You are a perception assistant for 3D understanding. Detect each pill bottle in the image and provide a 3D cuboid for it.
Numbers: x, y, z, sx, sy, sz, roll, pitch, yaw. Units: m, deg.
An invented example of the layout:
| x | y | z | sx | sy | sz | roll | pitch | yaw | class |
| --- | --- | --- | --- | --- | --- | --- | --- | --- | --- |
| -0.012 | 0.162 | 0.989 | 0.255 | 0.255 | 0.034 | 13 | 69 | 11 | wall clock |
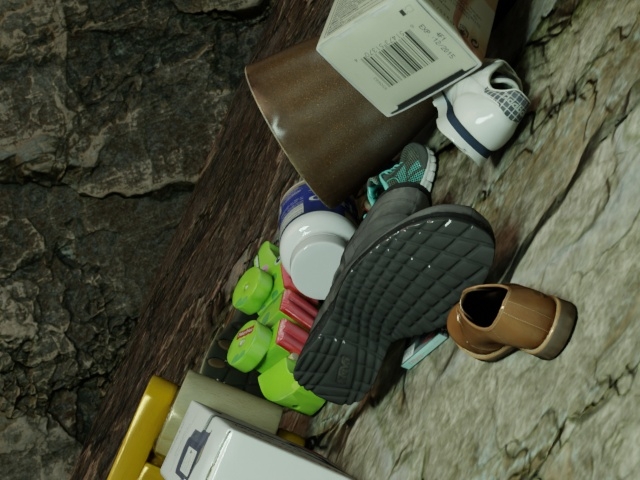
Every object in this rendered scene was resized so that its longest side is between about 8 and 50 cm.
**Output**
| x | y | z | sx | sy | sz | roll | pitch | yaw | class |
| --- | --- | --- | --- | --- | --- | --- | --- | --- | --- |
| 0.000 | 0.000 | 1.886 | 0.112 | 0.112 | 0.186 | -60 | 15 | 21 | pill bottle |

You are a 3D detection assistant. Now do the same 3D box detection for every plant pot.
| x | y | z | sx | sy | sz | roll | pitch | yaw | class |
| --- | --- | --- | --- | --- | --- | --- | --- | --- | --- |
| 0.058 | -0.189 | 1.802 | 0.230 | 0.215 | 0.215 | -31 | 21 | 9 | plant pot |

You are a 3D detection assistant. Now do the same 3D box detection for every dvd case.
| x | y | z | sx | sy | sz | roll | pitch | yaw | class |
| --- | --- | --- | --- | --- | --- | --- | --- | --- | --- |
| 0.121 | 0.071 | 1.516 | 0.087 | 0.013 | 0.119 | -48 | 20 | 51 | dvd case |

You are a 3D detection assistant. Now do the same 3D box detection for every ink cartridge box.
| x | y | z | sx | sy | sz | roll | pitch | yaw | class |
| --- | --- | --- | --- | --- | --- | --- | --- | --- | --- |
| -0.065 | 0.263 | 1.536 | 0.100 | 0.172 | 0.237 | -66 | 14 | -5 | ink cartridge box |

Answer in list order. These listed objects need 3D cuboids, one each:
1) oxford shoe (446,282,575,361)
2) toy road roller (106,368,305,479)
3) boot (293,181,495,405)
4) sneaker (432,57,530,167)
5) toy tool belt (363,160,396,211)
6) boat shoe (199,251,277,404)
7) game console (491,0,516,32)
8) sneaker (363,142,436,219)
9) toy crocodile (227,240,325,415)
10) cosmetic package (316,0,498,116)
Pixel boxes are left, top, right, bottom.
| x | y | z | sx | sy | sz | roll | pitch | yaw | class |
| --- | --- | --- | --- | --- | --- | --- | --- | --- | --- |
| 0.152 | 0.064 | 1.279 | 0.076 | 0.076 | 0.212 | -69 | 12 | -11 | oxford shoe |
| -0.169 | 0.332 | 1.778 | 0.240 | 0.202 | 0.329 | 171 | 122 | -87 | toy road roller |
| 0.082 | 0.009 | 1.517 | 0.338 | 0.118 | 0.222 | -45 | 18 | 45 | boot |
| 0.181 | -0.166 | 1.591 | 0.095 | 0.090 | 0.235 | -47 | 23 | 18 | sneaker |
| 0.078 | -0.083 | 1.869 | 0.051 | 0.052 | 0.083 | 119 | 168 | -52 | toy tool belt |
| -0.098 | 0.160 | 2.001 | 0.120 | 0.123 | 0.324 | -57 | 6 | 49 | boat shoe |
| 0.263 | -0.404 | 1.757 | 0.361 | 0.044 | 0.213 | -53 | 20 | 44 | game console |
| 0.094 | -0.067 | 1.724 | 0.065 | 0.076 | 0.166 | -52 | 19 | 42 | sneaker |
| -0.045 | 0.108 | 1.869 | 0.105 | 0.115 | 0.340 | -46 | 22 | 24 | toy crocodile |
| 0.119 | -0.303 | 1.643 | 0.153 | 0.129 | 0.296 | -27 | 32 | 40 | cosmetic package |
